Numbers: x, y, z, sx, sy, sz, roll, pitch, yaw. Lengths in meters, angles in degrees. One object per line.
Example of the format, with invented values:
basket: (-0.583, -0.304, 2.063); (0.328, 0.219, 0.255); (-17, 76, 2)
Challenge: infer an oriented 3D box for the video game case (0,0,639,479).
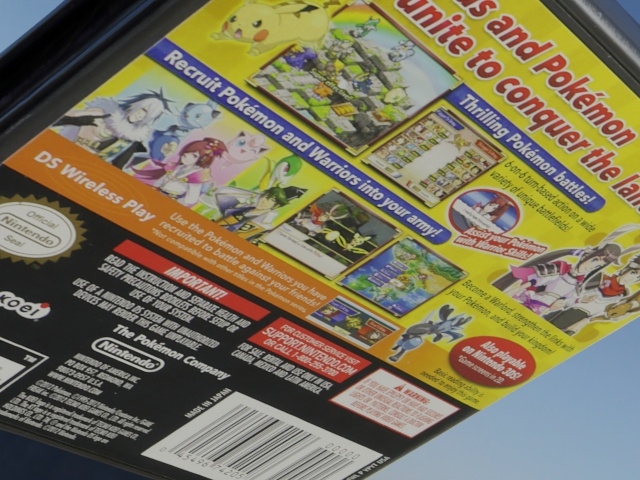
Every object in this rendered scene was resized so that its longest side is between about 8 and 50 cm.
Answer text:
video game case: (0.000, 0.000, 0.497); (0.275, 0.248, 0.035); (30, 33, -48)
